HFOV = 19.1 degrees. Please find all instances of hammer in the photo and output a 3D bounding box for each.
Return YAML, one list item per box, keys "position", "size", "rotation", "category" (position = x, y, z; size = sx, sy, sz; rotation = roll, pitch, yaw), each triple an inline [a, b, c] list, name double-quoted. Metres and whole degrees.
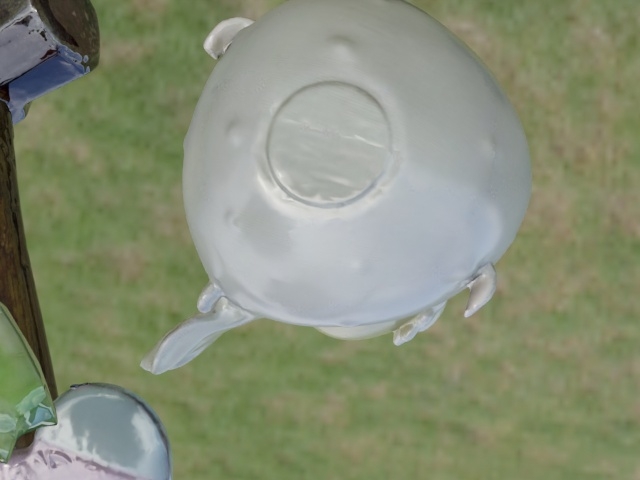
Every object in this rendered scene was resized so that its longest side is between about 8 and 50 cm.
- position: [-0.257, -0.001, 1.482]
  size: [0.242, 0.409, 0.095]
  rotation: [-25, 155, 23]
  category: "hammer"

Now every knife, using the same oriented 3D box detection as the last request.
- position: [-0.278, 0.176, 1.222]
  size: [0.398, 0.132, 0.038]
  rotation: [-10, -177, 13]
  category: "knife"

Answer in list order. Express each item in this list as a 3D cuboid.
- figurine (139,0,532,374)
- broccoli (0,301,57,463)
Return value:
- position: [0.000, 0.000, 1.211]
  size: [0.274, 0.227, 0.394]
  rotation: [-38, 169, -3]
  category: "figurine"
- position: [-0.247, 0.128, 0.892]
  size: [0.270, 0.270, 0.270]
  rotation: [-35, 161, -12]
  category: "broccoli"
